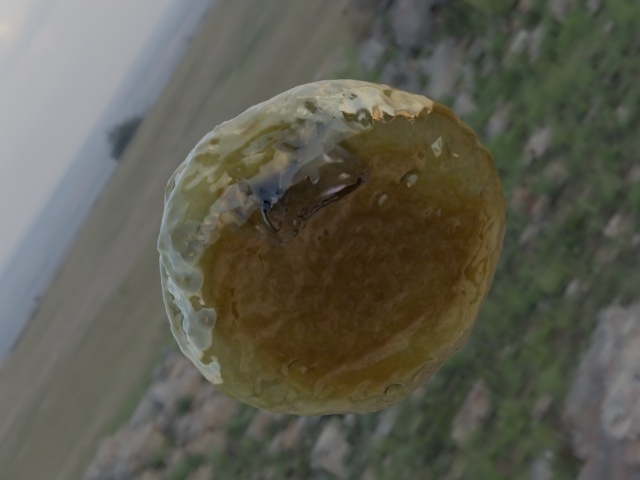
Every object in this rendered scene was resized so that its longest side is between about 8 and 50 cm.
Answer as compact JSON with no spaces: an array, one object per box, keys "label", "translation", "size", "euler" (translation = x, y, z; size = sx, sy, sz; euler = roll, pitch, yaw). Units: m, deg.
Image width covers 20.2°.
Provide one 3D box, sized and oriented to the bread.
[{"label":"bread","translation":[0.000,0.000,1.223],"size":[0.244,0.244,0.134],"euler":[-58,22,6]}]
